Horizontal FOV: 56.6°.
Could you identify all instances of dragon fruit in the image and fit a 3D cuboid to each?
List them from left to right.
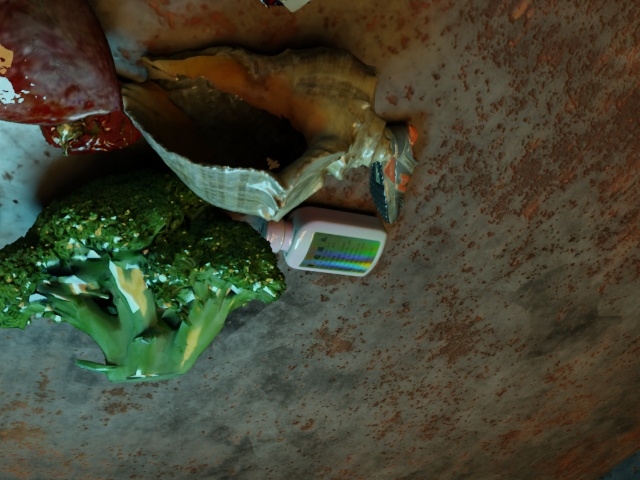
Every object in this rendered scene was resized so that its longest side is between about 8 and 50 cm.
[{"bbox_3d":[-0.304,-0.168,0.790,0.162,0.106,0.083,-5,131,-8],"label":"dragon fruit"}]

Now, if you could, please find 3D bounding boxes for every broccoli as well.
[{"bbox_3d":[-0.265,0.051,0.876,0.413,0.321,0.310,-5,103,-9],"label":"broccoli"}]

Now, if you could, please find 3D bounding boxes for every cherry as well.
[{"bbox_3d":[-0.341,-0.220,0.675,0.249,0.192,0.175,30,143,-30],"label":"cherry"}]

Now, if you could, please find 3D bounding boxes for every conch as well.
[{"bbox_3d":[-0.081,-0.130,0.790,0.352,0.297,0.210,5,129,11],"label":"conch"}]

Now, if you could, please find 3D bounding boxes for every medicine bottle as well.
[{"bbox_3d":[0.000,0.000,1.047,0.219,0.078,0.115,8,130,-22],"label":"medicine bottle"}]

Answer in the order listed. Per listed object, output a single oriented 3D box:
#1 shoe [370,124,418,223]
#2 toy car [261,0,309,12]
[{"bbox_3d":[0.128,-0.109,0.994,0.077,0.074,0.194,-17,131,-8],"label":"shoe"},{"bbox_3d":[0.006,-0.396,0.671,0.301,0.118,0.193,-37,133,19],"label":"toy car"}]
